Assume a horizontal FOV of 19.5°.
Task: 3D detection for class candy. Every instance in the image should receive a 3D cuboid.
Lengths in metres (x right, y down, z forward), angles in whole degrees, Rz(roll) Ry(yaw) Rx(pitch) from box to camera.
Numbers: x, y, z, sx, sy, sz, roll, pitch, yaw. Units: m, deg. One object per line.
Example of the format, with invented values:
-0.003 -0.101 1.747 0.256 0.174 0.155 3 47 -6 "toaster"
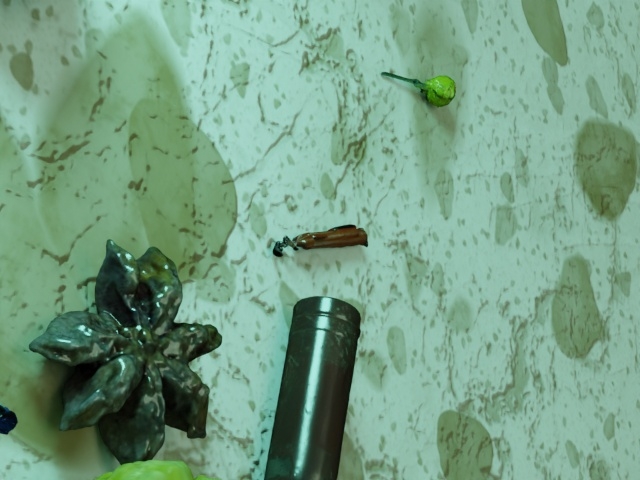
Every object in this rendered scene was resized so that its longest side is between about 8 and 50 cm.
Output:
0.113 -0.183 2.159 0.123 0.035 0.035 14 65 -44 "candy"

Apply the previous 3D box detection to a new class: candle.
0.000 -0.001 1.943 0.167 0.021 0.026 -7 106 -56 "candle"

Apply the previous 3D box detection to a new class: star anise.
-0.157 0.109 1.638 0.197 0.073 0.212 56 42 -25 "star anise"

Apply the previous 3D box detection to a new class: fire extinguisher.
-0.012 0.192 1.829 0.089 0.072 0.268 92 6 -61 "fire extinguisher"

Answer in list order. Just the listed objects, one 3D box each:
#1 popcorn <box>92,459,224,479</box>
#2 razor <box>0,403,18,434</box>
-0.122 0.317 1.489 0.224 0.270 0.258 9 117 -50 "popcorn"
-0.364 0.175 1.342 0.324 0.093 0.056 -24 135 -52 "razor"
